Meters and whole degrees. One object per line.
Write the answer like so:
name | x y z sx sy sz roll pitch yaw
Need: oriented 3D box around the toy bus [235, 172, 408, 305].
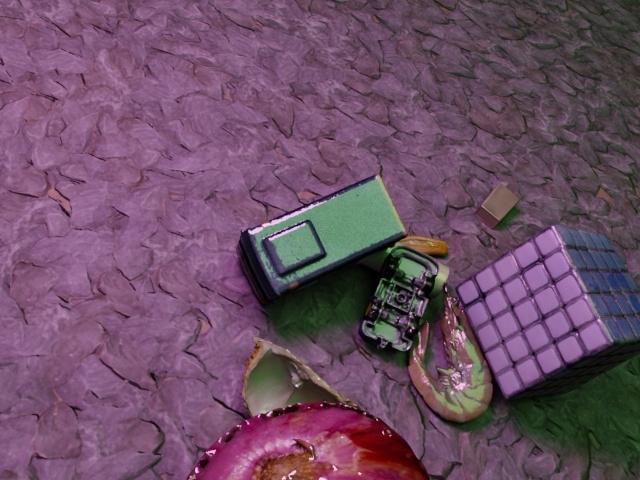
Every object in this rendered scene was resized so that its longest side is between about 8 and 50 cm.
toy bus | 0.000 0.000 1.274 0.275 0.167 0.138 -24 85 -12

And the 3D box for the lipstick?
lipstick | 0.100 0.016 1.410 0.304 0.076 0.076 27 51 -2

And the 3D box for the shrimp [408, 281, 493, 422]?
shrimp | 0.222 0.208 1.335 0.145 0.059 0.254 -15 71 -10

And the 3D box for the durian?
durian | -0.025 0.255 1.148 0.252 0.139 0.144 42 56 9

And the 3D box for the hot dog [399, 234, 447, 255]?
hot dog | 0.195 0.010 1.483 0.137 0.028 0.044 0 82 -20

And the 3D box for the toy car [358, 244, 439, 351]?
toy car | 0.137 0.111 1.342 0.097 0.100 0.191 25 77 -5

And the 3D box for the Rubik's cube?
Rubik's cube | 0.432 0.134 1.328 0.237 0.238 0.237 4 55 -45

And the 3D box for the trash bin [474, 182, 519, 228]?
trash bin | 0.389 -0.074 1.615 0.061 0.043 0.092 41 53 8

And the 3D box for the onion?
onion | -0.024 0.397 0.968 0.358 0.345 0.358 6 45 -6
